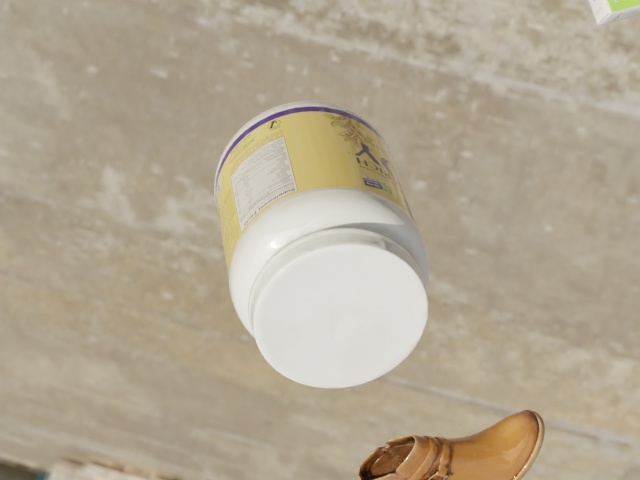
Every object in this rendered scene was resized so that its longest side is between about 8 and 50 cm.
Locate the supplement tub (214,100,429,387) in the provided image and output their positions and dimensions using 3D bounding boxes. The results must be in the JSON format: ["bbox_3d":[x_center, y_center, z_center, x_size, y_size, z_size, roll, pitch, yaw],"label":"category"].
[{"bbox_3d":[0.000,0.000,1.770,0.241,0.241,0.331,23,-154,-23],"label":"supplement tub"}]

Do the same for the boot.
[{"bbox_3d":[0.151,0.246,1.652,0.152,0.197,0.073,35,-162,-42],"label":"boot"}]

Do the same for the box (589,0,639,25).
[{"bbox_3d":[0.481,-0.434,1.919,0.322,0.232,0.058,-15,170,-13],"label":"box"}]
